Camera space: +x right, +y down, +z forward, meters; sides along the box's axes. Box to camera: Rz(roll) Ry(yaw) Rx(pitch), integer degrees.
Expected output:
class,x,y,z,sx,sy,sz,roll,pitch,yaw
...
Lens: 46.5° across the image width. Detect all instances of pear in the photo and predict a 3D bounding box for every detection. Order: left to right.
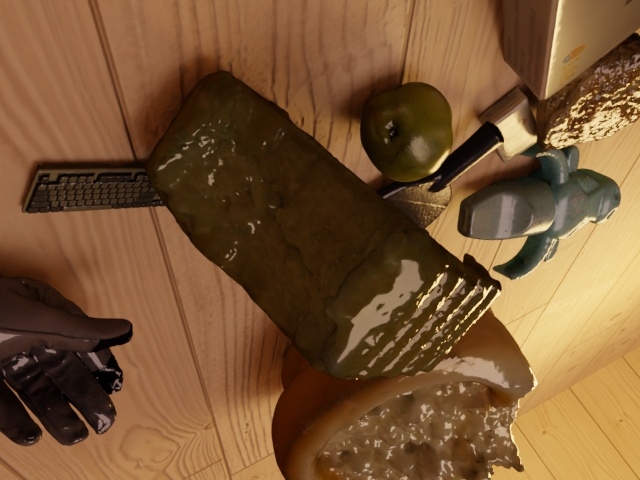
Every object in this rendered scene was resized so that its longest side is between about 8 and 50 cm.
class,x,y,z,sx,sy,sz,roll,pitch,yaw
pear,0.077,-0.097,0.679,0.097,0.092,0.092,-6,142,-43

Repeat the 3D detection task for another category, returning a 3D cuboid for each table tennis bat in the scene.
class,x,y,z,sx,sy,sz,roll,pitch,yaw
table tennis bat,0.109,-0.048,0.838,0.236,0.027,0.150,-42,152,29

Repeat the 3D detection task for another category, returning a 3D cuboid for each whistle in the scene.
class,x,y,z,sx,sy,sz,roll,pitch,yaw
whistle,0.292,-0.050,0.985,0.274,0.093,0.186,-12,120,-30

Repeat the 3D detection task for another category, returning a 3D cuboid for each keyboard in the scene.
class,x,y,z,sx,sy,sz,roll,pitch,yaw
keyboard,-0.165,-0.041,0.586,0.129,0.015,0.049,-6,142,-42

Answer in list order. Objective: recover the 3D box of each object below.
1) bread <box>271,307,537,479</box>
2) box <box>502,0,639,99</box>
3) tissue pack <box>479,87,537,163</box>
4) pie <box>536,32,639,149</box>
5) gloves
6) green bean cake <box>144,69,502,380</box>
class,x,y,z,sx,sy,sz,roll,pitch,yaw
bread,0.110,0.204,1.009,0.328,0.245,0.424,15,137,-5
box,0.235,-0.237,0.563,0.200,0.065,0.343,-37,166,8
tissue pack,0.217,-0.127,0.844,0.056,0.023,0.108,-38,152,11
pie,0.305,-0.161,0.822,0.163,0.079,0.193,-41,153,16
gloves,-0.255,0.079,0.583,0.142,0.119,0.285,-28,141,15
green bean cake,0.000,0.000,0.573,0.124,0.236,0.233,-52,152,8
